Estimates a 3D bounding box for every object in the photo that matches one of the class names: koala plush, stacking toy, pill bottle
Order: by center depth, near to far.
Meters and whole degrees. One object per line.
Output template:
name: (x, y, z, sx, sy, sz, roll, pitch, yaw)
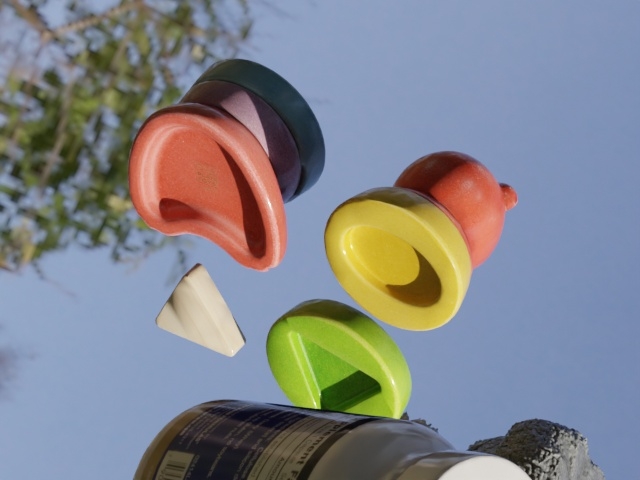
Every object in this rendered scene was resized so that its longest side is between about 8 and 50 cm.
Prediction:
pill bottle: (0.008, 0.185, 1.049, 0.265, 0.153, 0.153, 1, -109, 50)
stacking toy: (0.000, 0.000, 1.373, 0.130, 0.309, 0.279, -45, 155, -39)
koala plush: (0.136, 0.251, 1.572, 0.221, 0.203, 0.196, 5, -127, 26)
